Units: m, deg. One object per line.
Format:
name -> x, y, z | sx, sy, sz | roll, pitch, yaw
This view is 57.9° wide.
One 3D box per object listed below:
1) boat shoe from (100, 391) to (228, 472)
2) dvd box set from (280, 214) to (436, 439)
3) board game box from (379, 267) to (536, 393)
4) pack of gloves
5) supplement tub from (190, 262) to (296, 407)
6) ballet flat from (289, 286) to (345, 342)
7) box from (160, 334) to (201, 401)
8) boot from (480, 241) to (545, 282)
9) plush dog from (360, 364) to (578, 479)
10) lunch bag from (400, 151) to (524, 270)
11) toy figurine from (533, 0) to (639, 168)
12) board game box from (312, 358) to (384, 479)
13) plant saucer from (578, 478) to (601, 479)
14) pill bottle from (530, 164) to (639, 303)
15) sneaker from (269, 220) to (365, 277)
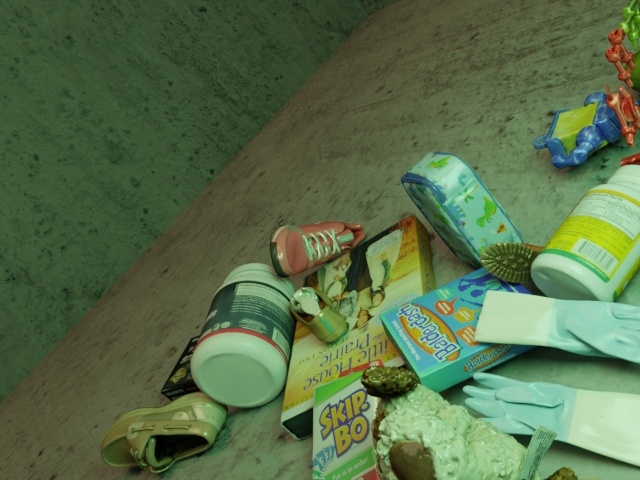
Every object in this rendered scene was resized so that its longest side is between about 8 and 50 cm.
boat shoe -> -0.351, 0.423, 1.223 | 0.341, 0.121, 0.110 | -29, 26, 24
dvd box set -> 0.079, 0.147, 1.115 | 0.308, 0.062, 0.420 | -31, 25, 24
board game box -> 0.214, 0.127, 0.866 | 0.211, 0.047, 0.160 | -25, 31, -5
pack of gloves -> 0.304, 0.166, 0.725 | 0.232, 0.046, 0.194 | 3, 58, 36
supplement tub -> -0.151, 0.193, 1.224 | 0.191, 0.191, 0.272 | -31, 26, 23
ballet flat -> -0.018, 0.126, 1.131 | 0.080, 0.073, 0.232 | -45, 23, -8
box -> -0.272, 0.295, 1.410 | 0.220, 0.051, 0.175 | -23, 30, 38
boot -> 0.306, 0.029, 0.894 | 0.084, 0.158, 0.059 | -141, 60, -71
plush dog -> 0.140, 0.254, 0.678 | 0.211, 0.262, 0.225 | -19, 24, -22
lunch bag -> 0.241, -0.047, 1.001 | 0.090, 0.219, 0.176 | -41, 16, 0
toy figurine -> 0.476, -0.242, 1.038 | 0.217, 0.191, 0.362 | -22, 28, 47
board game box -> 0.045, 0.302, 0.852 | 0.124, 0.039, 0.259 | -27, 41, 29
plant saucer -> 0.283, 0.292, 0.614 | 0.084, 0.013, 0.083 | -34, 25, 18
pill bottle -> 0.401, -0.005, 0.814 | 0.208, 0.117, 0.118 | -48, 24, -14
sneaker -> 0.000, -0.001, 1.319 | 0.136, 0.115, 0.314 | -12, 5, 30
